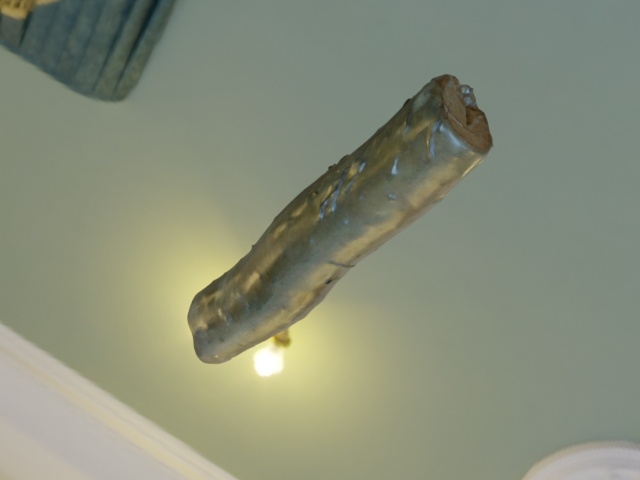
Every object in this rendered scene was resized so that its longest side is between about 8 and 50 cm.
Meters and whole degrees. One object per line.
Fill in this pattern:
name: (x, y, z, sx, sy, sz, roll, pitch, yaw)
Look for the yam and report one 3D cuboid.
yam: (0.000, 0.000, 0.661, 0.067, 0.317, 0.071, 30, -137, -23)
